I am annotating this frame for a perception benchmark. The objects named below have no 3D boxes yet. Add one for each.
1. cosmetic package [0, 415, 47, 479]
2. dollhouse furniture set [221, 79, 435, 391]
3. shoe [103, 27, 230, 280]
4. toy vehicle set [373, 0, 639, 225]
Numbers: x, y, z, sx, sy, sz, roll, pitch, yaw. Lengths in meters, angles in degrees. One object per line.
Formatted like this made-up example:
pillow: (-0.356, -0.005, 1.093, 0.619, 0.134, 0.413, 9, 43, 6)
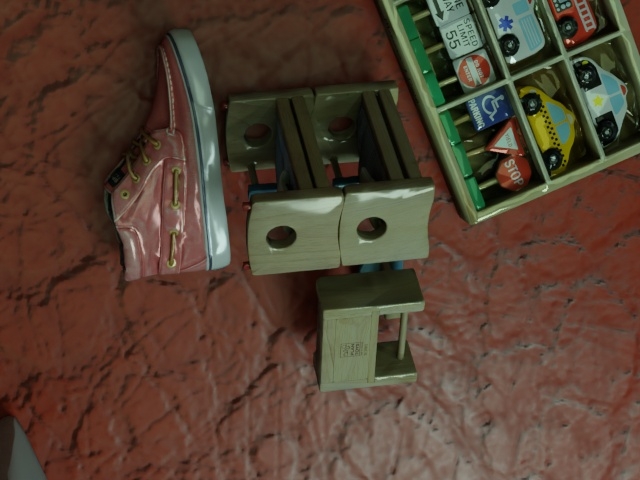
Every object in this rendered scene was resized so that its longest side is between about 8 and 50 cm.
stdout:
cosmetic package: (-0.317, 0.372, 0.979, 0.393, 0.329, 0.327, -23, 103, -6)
dollhouse furniture set: (0.000, 0.000, 1.093, 0.129, 0.129, 0.184, -5, 131, -8)
shoe: (-0.116, -0.058, 1.073, 0.081, 0.063, 0.178, -10, 106, -13)
toy vehicle set: (0.134, -0.164, 1.112, 0.166, 0.035, 0.267, -24, 103, -5)
